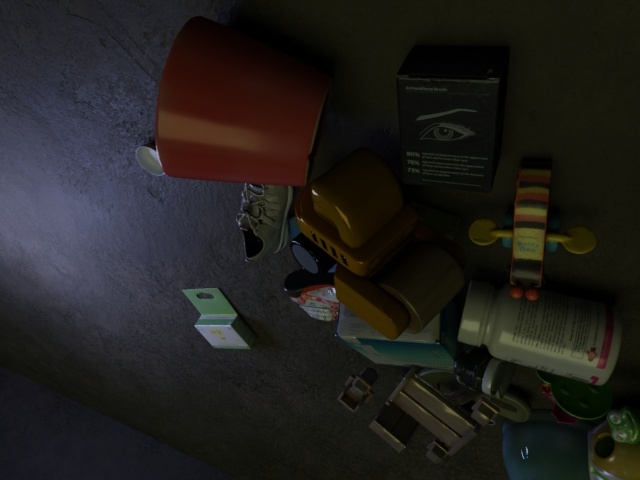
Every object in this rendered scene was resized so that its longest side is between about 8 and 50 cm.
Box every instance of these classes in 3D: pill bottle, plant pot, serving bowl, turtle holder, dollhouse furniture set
[{"bbox_3d":[0.433,0.176,1.070,0.283,0.160,0.160,13,138,17],"label":"pill bottle"},{"bbox_3d":[-0.118,-0.215,0.913,0.243,0.274,0.275,14,139,0],"label":"plant pot"},{"bbox_3d":[-0.393,-0.195,1.250,0.083,0.027,0.083,16,138,15],"label":"serving bowl"},{"bbox_3d":[0.714,0.495,1.159,0.228,0.243,0.320,-3,163,30],"label":"turtle holder"},{"bbox_3d":[0.620,0.614,1.398,0.293,0.196,0.293,16,138,15],"label":"plant pot"},{"bbox_3d":[0.248,0.357,1.312,0.303,0.174,0.355,37,138,13],"label":"dollhouse furniture set"}]

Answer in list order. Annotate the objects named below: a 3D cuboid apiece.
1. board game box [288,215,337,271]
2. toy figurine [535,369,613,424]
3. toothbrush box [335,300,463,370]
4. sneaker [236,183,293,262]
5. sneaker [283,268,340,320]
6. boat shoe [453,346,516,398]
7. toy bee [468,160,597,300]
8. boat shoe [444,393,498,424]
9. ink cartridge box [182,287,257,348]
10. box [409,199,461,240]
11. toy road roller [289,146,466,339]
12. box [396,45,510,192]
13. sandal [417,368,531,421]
[{"bbox_3d":[0.000,0.000,1.223,0.133,0.033,0.168,1,129,35],"label":"board game box"},{"bbox_3d":[0.572,0.367,1.247,0.173,0.130,0.159,35,155,27],"label":"toy figurine"},{"bbox_3d":[0.187,0.195,1.163,0.217,0.126,0.295,-1,156,25],"label":"toothbrush box"},{"bbox_3d":[-0.128,-0.065,1.147,0.105,0.115,0.281,21,134,28],"label":"sneaker"},{"bbox_3d":[0.055,0.129,1.298,0.270,0.090,0.145,-7,139,28],"label":"sneaker"},{"bbox_3d":[0.382,0.295,1.210,0.091,0.114,0.302,18,170,31],"label":"boat shoe"},{"bbox_3d":[0.381,0.018,0.935,0.195,0.162,0.298,-14,125,37],"label":"toy bee"},{"bbox_3d":[0.400,0.473,1.475,0.184,0.063,0.066,10,137,20],"label":"boat shoe"},{"bbox_3d":[-0.328,0.250,1.663,0.171,0.056,0.235,-6,131,35],"label":"ink cartridge box"},{"bbox_3d":[0.213,0.006,1.108,0.109,0.042,0.178,21,139,9],"label":"box"},{"bbox_3d":[0.097,-0.011,0.951,0.330,0.202,0.240,37,154,26],"label":"toy road roller"},{"bbox_3d":[0.212,-0.193,0.847,0.153,0.108,0.207,10,136,21],"label":"box"},{"bbox_3d":[0.394,0.411,1.390,0.303,0.086,0.120,15,138,25],"label":"sandal"}]
